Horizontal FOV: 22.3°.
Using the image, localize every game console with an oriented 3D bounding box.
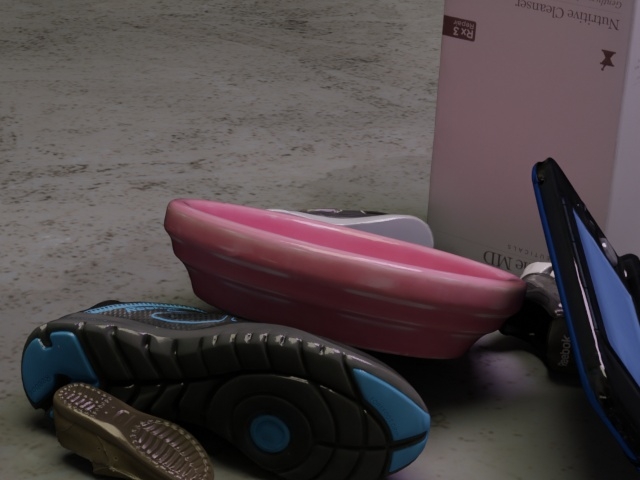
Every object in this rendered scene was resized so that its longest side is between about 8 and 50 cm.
[{"bbox_3d":[0.317,0.066,1.338,0.173,0.250,0.293,-26,37,17],"label":"game console"}]

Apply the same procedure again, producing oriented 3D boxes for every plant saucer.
[{"bbox_3d":[0.017,0.037,1.468,0.332,0.084,0.332,13,5,-1],"label":"plant saucer"}]

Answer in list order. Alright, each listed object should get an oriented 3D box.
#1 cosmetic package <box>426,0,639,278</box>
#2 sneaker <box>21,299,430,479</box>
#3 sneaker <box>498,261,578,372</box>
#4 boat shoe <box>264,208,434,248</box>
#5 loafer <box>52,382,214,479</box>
[{"bbox_3d":[0.244,-0.150,1.666,0.217,0.384,0.156,16,24,31],"label":"cosmetic package"},{"bbox_3d":[-0.068,0.104,1.343,0.341,0.125,0.139,12,19,14],"label":"sneaker"},{"bbox_3d":[0.259,0.091,1.498,0.234,0.078,0.106,20,34,35],"label":"sneaker"},{"bbox_3d":[0.000,0.000,1.672,0.229,0.080,0.076,-5,7,-14],"label":"boat shoe"},{"bbox_3d":[-0.149,0.165,1.284,0.148,0.050,0.056,31,35,19],"label":"loafer"}]
